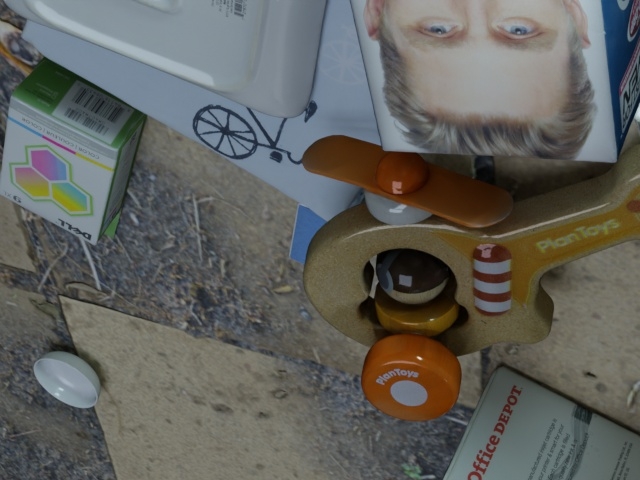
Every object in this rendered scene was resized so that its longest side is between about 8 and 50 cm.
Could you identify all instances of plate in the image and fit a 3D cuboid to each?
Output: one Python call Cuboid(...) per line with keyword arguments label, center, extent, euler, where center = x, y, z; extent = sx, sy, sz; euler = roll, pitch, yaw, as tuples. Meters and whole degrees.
Cuboid(label="plate", center=(-0.127, -0.217, 1.134), extent=(0.278, 0.045, 0.277), euler=(22, 143, 7))

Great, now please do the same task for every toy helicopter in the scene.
Cuboid(label="toy helicopter", center=(0.138, -0.009, 1.201), extent=(0.355, 0.140, 0.235), euler=(-20, 124, 30))

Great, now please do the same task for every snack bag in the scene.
Cuboid(label="snack bag", center=(-0.058, -0.175, 1.210), extent=(0.342, 0.037, 0.323), euler=(31, 143, -4))

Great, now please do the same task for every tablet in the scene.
Cuboid(label="tablet", center=(0.000, 0.000, 1.390), extent=(0.054, 0.006, 0.083), euler=(23, 143, 10))

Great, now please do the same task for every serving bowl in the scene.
Cuboid(label="serving bowl", center=(-0.284, 0.154, 1.735), extent=(0.083, 0.027, 0.083), euler=(19, 142, 16))

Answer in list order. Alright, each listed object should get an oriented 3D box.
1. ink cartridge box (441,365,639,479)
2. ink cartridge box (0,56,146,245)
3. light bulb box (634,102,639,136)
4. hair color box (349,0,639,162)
Cuboid(label="ink cartridge box", center=(0.217, 0.232, 1.385), extent=(0.208, 0.153, 0.087), euler=(28, 144, 6))
Cuboid(label="ink cartridge box", center=(-0.239, -0.066, 1.430), extent=(0.109, 0.062, 0.209), euler=(28, 143, 3))
Cuboid(label="light bulb box", center=(0.357, -0.045, 0.809), extent=(0.225, 0.361, 0.358), euler=(1, 133, 33))
Cuboid(label="hair color box", center=(0.103, -0.218, 0.967), extent=(0.174, 0.105, 0.347), euler=(4, 132, 24))
